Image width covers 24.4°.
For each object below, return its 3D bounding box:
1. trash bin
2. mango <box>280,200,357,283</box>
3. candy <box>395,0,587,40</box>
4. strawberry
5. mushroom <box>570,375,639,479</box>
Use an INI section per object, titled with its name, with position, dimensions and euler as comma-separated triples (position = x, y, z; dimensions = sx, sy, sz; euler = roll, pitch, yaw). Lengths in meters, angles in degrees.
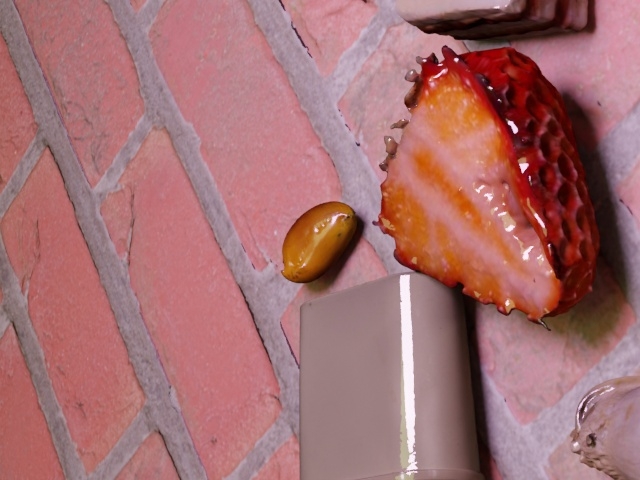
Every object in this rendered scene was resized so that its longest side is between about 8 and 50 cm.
[trash bin]
position = 0.070, 0.176, 1.635
dimensions = 0.243, 0.121, 0.247
euler = -19, 67, 47
[mango]
position = 0.000, 0.000, 1.787
dimensions = 0.127, 0.063, 0.077
euler = -47, 46, 27
[candy]
position = 0.190, -0.373, 1.574
dimensions = 0.179, 0.135, 0.320
euler = -4, 79, 50
[strawberry]
position = 0.196, -0.073, 1.514
dimensions = 0.280, 0.150, 0.253
euler = 28, 122, 45
[mushroom]
position = 0.372, 0.145, 1.280
dimensions = 0.397, 0.126, 0.177
euler = -33, 32, 40
